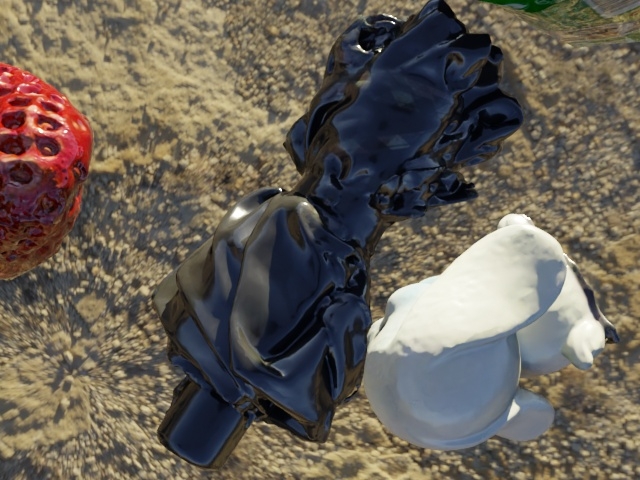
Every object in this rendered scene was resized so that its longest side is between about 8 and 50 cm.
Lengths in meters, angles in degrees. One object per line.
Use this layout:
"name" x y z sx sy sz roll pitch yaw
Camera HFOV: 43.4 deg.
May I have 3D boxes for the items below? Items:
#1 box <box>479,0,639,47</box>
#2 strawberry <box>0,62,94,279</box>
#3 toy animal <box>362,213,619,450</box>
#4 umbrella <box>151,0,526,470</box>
"box" 0.156 -0.208 0.447 0.250 0.103 0.180 -13 103 -61
"strawberry" -0.440 -0.098 1.080 0.317 0.345 0.295 -48 115 -25
"toy animal" 0.184 0.122 0.881 0.289 0.174 0.249 -41 123 -15
"umbrella" 0.000 -0.001 0.438 0.122 0.110 0.272 34 84 -2
